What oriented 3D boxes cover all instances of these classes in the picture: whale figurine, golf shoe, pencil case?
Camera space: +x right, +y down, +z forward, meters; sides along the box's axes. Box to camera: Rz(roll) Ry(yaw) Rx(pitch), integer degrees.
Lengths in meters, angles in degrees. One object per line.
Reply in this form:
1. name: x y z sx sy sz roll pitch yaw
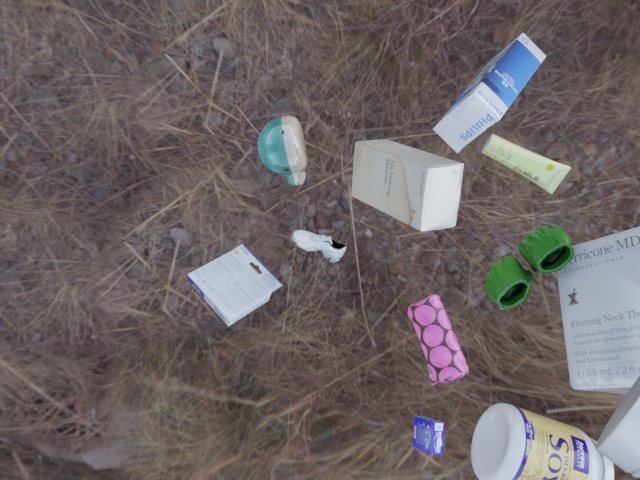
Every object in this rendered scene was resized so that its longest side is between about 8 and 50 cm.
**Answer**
1. whale figurine: -0.112 -0.264 1.639 0.141 0.272 0.217 -10 72 2
2. golf shoe: 0.000 0.000 1.651 0.176 0.069 0.086 22 142 -17
3. pencil case: 0.284 0.244 1.304 0.098 0.095 0.210 -23 70 13

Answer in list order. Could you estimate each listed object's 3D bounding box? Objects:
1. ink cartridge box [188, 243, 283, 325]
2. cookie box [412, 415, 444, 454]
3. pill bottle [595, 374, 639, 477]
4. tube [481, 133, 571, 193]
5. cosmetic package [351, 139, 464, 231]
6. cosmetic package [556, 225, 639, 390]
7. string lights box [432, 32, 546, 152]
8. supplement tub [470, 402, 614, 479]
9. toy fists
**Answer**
1. ink cartridge box: -0.276 0.139 1.724 0.223 0.045 0.223 -31 61 -32
2. cookie box: 0.317 0.571 1.560 0.040 0.107 0.092 10 79 -20
3. pill bottle: 0.365 0.195 0.338 0.322 0.181 0.182 36 97 29
4. tube: 0.581 -0.224 1.510 0.240 0.070 0.062 28 72 1
5. cosmetic package: 0.208 -0.149 1.343 0.113 0.309 0.160 -8 113 -27
6. cosmetic package: 0.882 0.200 1.415 0.327 0.329 0.394 13 67 -29
7. string lights box: 0.352 -0.306 1.098 0.076 0.133 0.260 44 57 -4
8. supplement tub: 0.640 0.636 1.545 0.331 0.241 0.241 20 97 -7
9. toy fists: 0.588 0.073 1.511 0.096 0.142 0.279 34 112 -21
